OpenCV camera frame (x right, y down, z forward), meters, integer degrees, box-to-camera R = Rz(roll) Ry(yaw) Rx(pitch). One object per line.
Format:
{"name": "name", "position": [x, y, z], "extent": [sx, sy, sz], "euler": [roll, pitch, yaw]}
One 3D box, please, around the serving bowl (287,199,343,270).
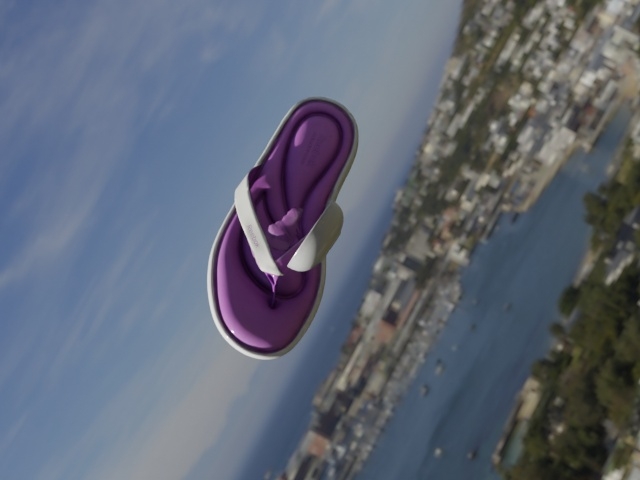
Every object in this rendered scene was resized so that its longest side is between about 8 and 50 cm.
{"name": "serving bowl", "position": [0.000, 0.000, 1.207], "extent": [0.083, 0.027, 0.083], "euler": [-55, 0, 0]}

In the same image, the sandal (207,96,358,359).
{"name": "sandal", "position": [-0.055, -0.038, 1.665], "extent": [0.102, 0.169, 0.416], "euler": [102, -178, -67]}
